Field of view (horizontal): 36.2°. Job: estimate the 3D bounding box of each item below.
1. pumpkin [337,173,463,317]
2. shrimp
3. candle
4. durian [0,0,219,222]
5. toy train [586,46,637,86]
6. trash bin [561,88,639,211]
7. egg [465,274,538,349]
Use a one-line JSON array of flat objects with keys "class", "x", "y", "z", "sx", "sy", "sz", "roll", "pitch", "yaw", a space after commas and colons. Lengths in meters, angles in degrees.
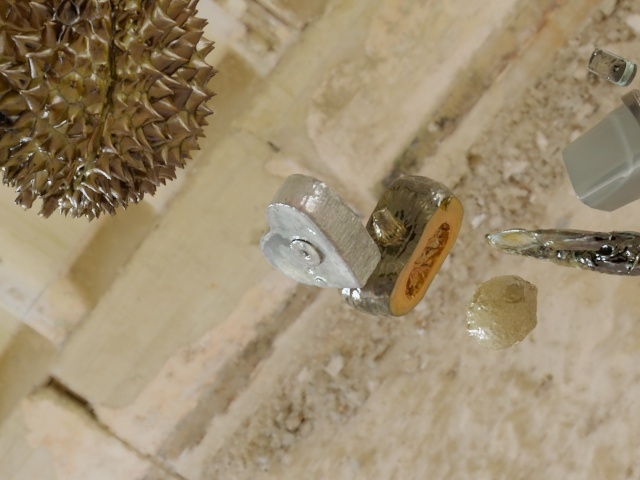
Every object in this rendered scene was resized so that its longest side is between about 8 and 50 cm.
[{"class": "pumpkin", "x": 0.162, "y": 0.010, "z": 2.016, "sx": 0.317, "sy": 0.139, "sz": 0.222, "roll": -55, "pitch": -30, "yaw": -7}, {"class": "shrimp", "x": 0.422, "y": 0.011, "z": 1.497, "sx": 0.365, "sy": 0.233, "sz": 0.071, "roll": 5, "pitch": 86, "yaw": 38}, {"class": "candle", "x": 0.000, "y": 0.000, "z": 1.342, "sx": 0.068, "sy": 0.168, "sz": 0.192, "roll": -56, "pitch": -10, "yaw": -28}, {"class": "durian", "x": -0.287, "y": -0.209, "z": 1.158, "sx": 0.347, "sy": 0.347, "sz": 0.384, "roll": 150, "pitch": 131, "yaw": -68}, {"class": "toy train", "x": 0.489, "y": -0.288, "z": 1.633, "sx": 0.207, "sy": 0.047, "sz": 0.043, "roll": -83, "pitch": 14, "yaw": -73}, {"class": "trash bin", "x": 0.717, "y": -0.198, "z": 2.264, "sx": 0.250, "sy": 0.220, "sz": 0.219, "roll": -37, "pitch": 55, "yaw": 41}, {"class": "egg", "x": 0.314, "y": 0.122, "z": 1.680, "sx": 0.140, "sy": 0.118, "sz": 0.116, "roll": -51, "pitch": 42, "yaw": 2}]
